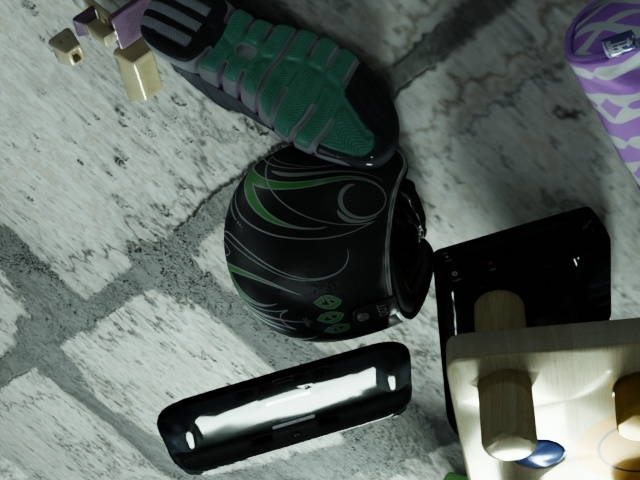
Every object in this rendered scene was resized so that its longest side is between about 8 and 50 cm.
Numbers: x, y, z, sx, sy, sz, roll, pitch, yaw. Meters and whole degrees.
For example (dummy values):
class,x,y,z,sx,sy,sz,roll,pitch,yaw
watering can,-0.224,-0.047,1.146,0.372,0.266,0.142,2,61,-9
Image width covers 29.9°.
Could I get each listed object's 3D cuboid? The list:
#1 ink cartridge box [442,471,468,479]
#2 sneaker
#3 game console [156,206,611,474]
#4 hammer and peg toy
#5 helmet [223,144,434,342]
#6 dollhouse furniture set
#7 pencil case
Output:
class,x,y,z,sx,sy,sz,roll,pitch,yaw
ink cartridge box,0.254,0.369,1.256,0.273,0.115,0.198,6,138,42
sneaker,-0.032,-0.120,0.930,0.223,0.083,0.098,34,171,14
game console,0.051,0.097,0.923,0.213,0.361,0.044,80,172,-49
hammer and peg toy,0.232,0.178,0.902,0.266,0.127,0.361,-5,138,9
helmet,0.000,0.000,0.974,0.161,0.169,0.169,1,138,21
dollhouse furniture set,-0.193,-0.164,1.022,0.081,0.091,0.114,38,157,29
pencil case,0.223,-0.064,0.718,0.088,0.086,0.206,-22,122,25
